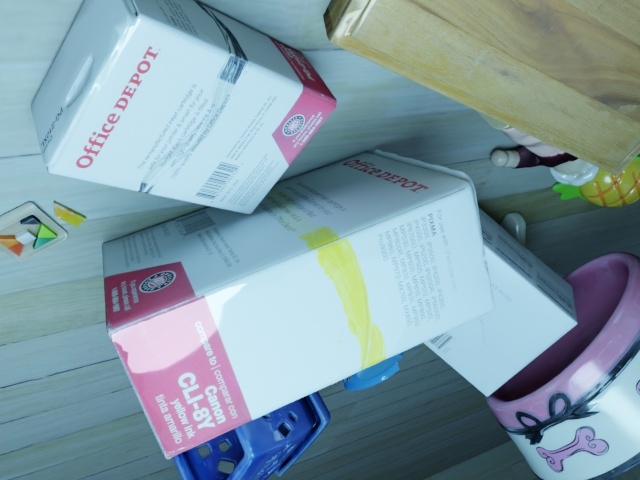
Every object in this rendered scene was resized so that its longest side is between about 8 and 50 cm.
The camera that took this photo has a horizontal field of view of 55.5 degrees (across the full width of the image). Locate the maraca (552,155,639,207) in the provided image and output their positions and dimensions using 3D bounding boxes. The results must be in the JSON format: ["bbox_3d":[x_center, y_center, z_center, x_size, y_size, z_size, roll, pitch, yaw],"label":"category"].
[{"bbox_3d":[0.545,-0.117,1.170,0.185,0.099,0.127,-1,139,2],"label":"maraca"}]

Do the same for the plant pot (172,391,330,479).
[{"bbox_3d":[-0.133,0.313,1.092,0.212,0.236,0.236,-5,140,-43],"label":"plant pot"}]

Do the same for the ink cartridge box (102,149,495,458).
[{"bbox_3d":[-0.038,0.041,0.714,0.384,0.279,0.160,-22,111,-13],"label":"ink cartridge box"}]

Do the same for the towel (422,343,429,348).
[{"bbox_3d":[0.305,0.232,1.524,0.102,0.021,0.237,-44,145,10],"label":"towel"}]

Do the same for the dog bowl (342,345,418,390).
[{"bbox_3d":[0.157,0.214,1.328,0.297,0.074,0.166,-42,146,19],"label":"dog bowl"}]

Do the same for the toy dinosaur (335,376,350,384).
[{"bbox_3d":[-0.047,0.159,0.963,0.295,0.127,0.200,-18,135,17],"label":"toy dinosaur"}]

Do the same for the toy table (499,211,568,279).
[{"bbox_3d":[0.374,0.084,1.242,0.274,0.161,0.252,3,136,-40],"label":"toy table"}]

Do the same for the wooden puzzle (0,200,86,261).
[{"bbox_3d":[-0.333,-0.007,0.688,0.116,0.014,0.078,-31,148,2],"label":"wooden puzzle"}]

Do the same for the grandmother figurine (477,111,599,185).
[{"bbox_3d":[0.376,-0.169,0.963,0.208,0.104,0.342,-10,163,31],"label":"grandmother figurine"}]

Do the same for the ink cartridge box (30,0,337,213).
[{"bbox_3d":[-0.130,-0.132,0.598,0.237,0.100,0.172,10,130,-47],"label":"ink cartridge box"}]

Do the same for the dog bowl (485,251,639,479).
[{"bbox_3d":[0.437,0.190,1.000,0.408,0.150,0.408,-49,178,-2],"label":"dog bowl"}]

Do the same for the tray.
[{"bbox_3d":[0.232,-0.226,0.645,0.411,0.076,0.203,17,129,-23],"label":"tray"}]

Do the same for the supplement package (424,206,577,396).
[{"bbox_3d":[0.256,0.086,1.029,0.204,0.262,0.145,-50,178,28],"label":"supplement package"}]
